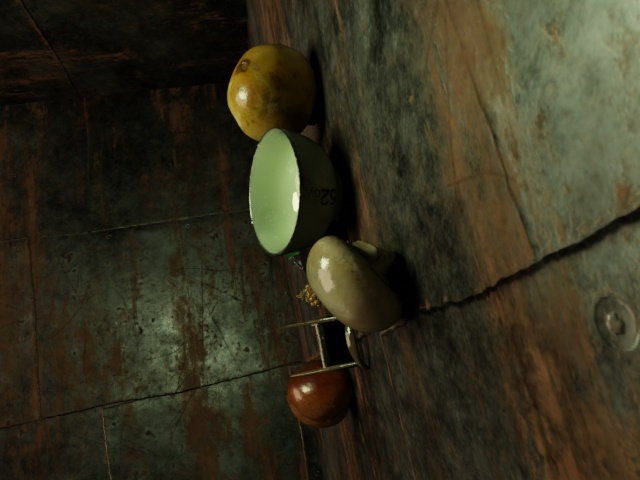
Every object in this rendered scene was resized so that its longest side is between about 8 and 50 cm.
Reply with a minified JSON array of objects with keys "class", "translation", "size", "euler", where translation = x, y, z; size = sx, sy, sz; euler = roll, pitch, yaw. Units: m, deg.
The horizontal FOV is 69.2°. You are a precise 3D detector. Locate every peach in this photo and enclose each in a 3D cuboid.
[{"class":"peach","translation":[-0.005,0.550,1.677],"size":[0.252,0.252,0.253],"euler":[171,90,-81]}]

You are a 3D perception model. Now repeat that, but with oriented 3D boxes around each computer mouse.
[{"class":"computer mouse","translation":[-0.007,0.035,1.445],"size":[0.323,0.116,0.183],"euler":[-137,45,-60]}]

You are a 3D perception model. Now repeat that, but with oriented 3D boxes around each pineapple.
[{"class":"pineapple","translation":[-0.052,0.240,2.091],"size":[0.077,0.113,0.115],"euler":[-32,-62,-80]}]

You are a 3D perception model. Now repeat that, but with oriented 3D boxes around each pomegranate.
[{"class":"pomegranate","translation":[-0.147,-0.442,1.399],"size":[0.307,0.306,0.308],"euler":[171,90,-81]}]

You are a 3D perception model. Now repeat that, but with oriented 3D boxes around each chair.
[{"class":"chair","translation":[0.043,0.318,1.436],"size":[0.272,0.166,0.188],"euler":[-21,73,37]}]

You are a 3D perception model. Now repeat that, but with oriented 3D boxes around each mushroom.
[{"class":"mushroom","translation":[0.077,0.078,0.939],"size":[0.226,0.178,0.226],"euler":[44,174,6]}]

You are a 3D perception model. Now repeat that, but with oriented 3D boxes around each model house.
[{"class":"model house","translation":[-0.107,0.074,2.251],"size":[0.167,0.117,0.088],"euler":[-129,14,-69]}]

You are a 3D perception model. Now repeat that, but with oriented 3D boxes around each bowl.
[{"class":"bowl","translation":[-0.058,-0.133,1.318],"size":[0.353,0.185,0.355],"euler":[2,92,61]}]

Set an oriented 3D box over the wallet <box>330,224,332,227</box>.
[{"class":"wallet","translation":[0.001,0.000,1.656],"size":[0.291,0.054,0.251],"euler":[100,154,-46]}]
